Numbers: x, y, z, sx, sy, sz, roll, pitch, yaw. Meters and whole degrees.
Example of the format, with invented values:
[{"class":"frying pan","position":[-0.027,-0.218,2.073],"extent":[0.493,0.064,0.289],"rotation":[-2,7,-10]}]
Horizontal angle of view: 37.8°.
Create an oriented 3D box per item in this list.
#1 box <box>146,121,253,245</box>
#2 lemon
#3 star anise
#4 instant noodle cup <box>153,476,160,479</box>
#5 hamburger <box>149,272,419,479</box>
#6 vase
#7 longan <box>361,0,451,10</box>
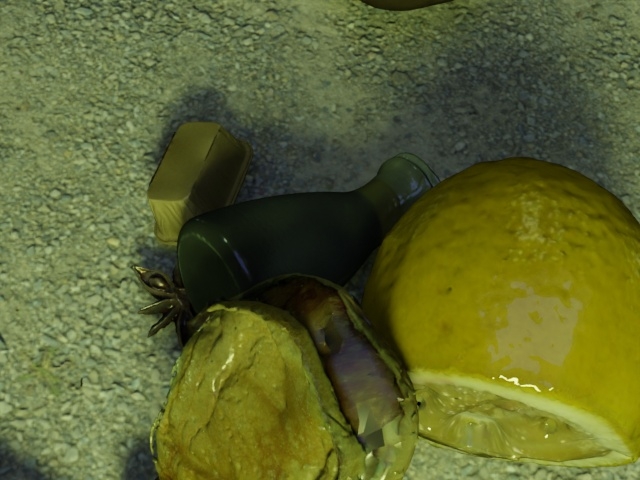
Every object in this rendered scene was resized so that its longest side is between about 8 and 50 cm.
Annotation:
[{"class":"box","position":[-0.157,-0.074,1.215],"extent":[0.111,0.111,0.177],"rotation":[17,61,3]},{"class":"lemon","position":[0.222,0.070,1.046],"extent":[0.363,0.364,0.365],"rotation":[2,65,-4]},{"class":"star anise","position":[-0.183,0.070,1.162],"extent":[0.129,0.056,0.124],"rotation":[35,64,-5]},{"class":"instant noodle cup","position":[-0.137,0.291,1.041],"extent":[0.127,0.127,0.136],"rotation":[37,59,12]},{"class":"hamburger","position":[-0.039,0.178,0.931],"extent":[0.134,0.285,0.266],"rotation":[-13,63,-53]},{"class":"vase","position":[0.000,0.000,1.141],"extent":[0.321,0.173,0.173],"rotation":[-25,69,-31]},{"class":"longan","position":[0.136,-0.468,1.328],"extent":[0.297,0.297,0.298],"rotation":[2,65,-4]}]
